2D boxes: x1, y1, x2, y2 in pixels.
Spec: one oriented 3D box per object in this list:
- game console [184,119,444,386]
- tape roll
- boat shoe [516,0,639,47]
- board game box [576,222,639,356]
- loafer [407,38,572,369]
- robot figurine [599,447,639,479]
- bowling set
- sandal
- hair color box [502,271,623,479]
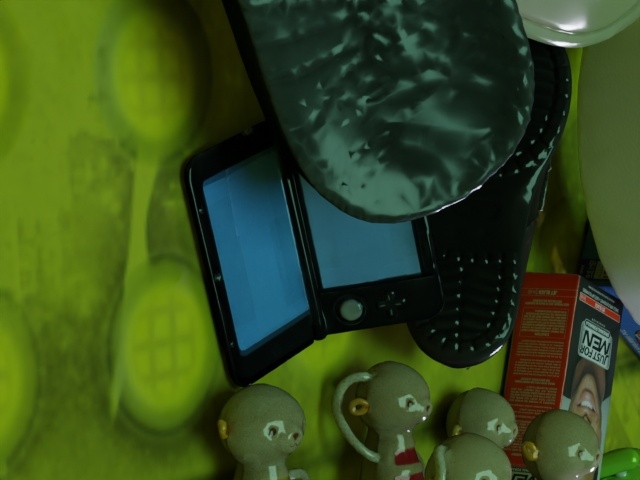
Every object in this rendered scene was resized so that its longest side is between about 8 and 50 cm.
[{"bbox_3d":[0.000,0.000,0.946,0.071,0.107,0.122,-76,156,-70],"label":"game console"},{"bbox_3d":[0.277,-0.070,1.230,0.286,0.100,0.286,1,89,-54],"label":"tape roll"},{"bbox_3d":[0.054,-0.199,0.991,0.324,0.116,0.097,18,35,-41],"label":"boat shoe"},{"bbox_3d":[0.256,0.008,1.329,0.210,0.047,0.160,43,57,-48],"label":"board game box"},{"bbox_3d":[0.087,-0.025,1.078,0.078,0.080,0.220,94,12,-67],"label":"loafer"},{"bbox_3d":[0.193,0.181,1.227,0.115,0.067,0.101,-50,136,-42],"label":"robot figurine"},{"bbox_3d":[0.094,0.140,0.982,0.287,0.200,0.154,-6,95,-59],"label":"bowling set"},{"bbox_3d":[-0.012,-0.196,0.809,0.167,0.107,0.446,-35,119,-8],"label":"sandal"},{"bbox_3d":[0.148,0.096,1.180,0.072,0.043,0.141,26,71,-53],"label":"hair color box"}]
